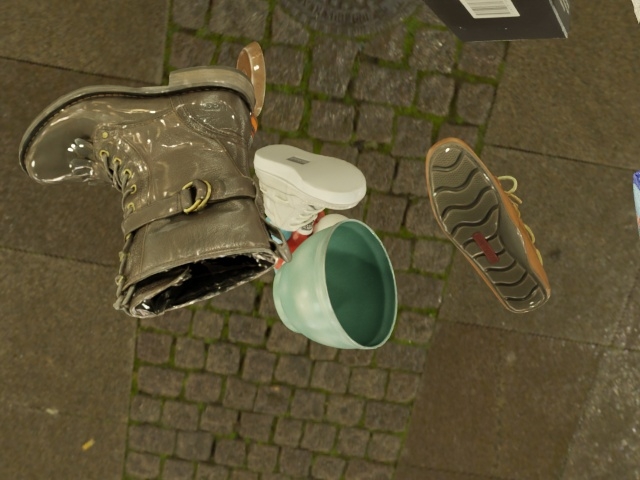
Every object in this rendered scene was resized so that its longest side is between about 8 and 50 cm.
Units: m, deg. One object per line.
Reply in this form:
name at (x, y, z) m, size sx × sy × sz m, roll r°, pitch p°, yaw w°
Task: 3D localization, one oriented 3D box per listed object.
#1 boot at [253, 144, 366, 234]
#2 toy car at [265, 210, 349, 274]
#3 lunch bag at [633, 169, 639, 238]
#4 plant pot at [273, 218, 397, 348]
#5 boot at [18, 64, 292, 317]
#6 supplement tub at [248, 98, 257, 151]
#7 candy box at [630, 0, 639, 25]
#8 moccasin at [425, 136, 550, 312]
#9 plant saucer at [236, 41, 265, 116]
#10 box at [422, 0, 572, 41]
boot at (-0.014, -0.066, 1.186) m, size 0.095 × 0.258 × 0.123 m, roll -21°, pitch 120°, yaw -27°
toy car at (0.000, 0.000, 1.895) m, size 0.238 × 0.210 × 0.219 m, roll 14°, pitch 147°, yaw 19°
lunch bag at (0.462, 0.084, 0.852) m, size 0.138 × 0.293 × 0.221 m, roll -12°, pitch 141°, yaw 22°
plant pot at (0.017, 0.114, 1.711) m, size 0.196 × 0.293 × 0.293 m, roll -14°, pitch 114°, yaw 34°
boot at (-0.158, -0.036, 0.645) m, size 0.263 × 0.229 × 0.091 m, roll -16°, pitch 143°, yaw 13°
supplement tub at (-0.173, -0.178, 1.320) m, size 0.106 × 0.198 × 0.106 m, roll 14°, pitch 155°, yaw 7°
candy box at (0.451, -0.272, 0.849) m, size 0.159 × 0.071 × 0.233 m, roll -22°, pitch 93°, yaw -7°
moccasin at (0.320, -0.039, 1.406) m, size 0.139 × 0.147 × 0.380 m, roll -32°, pitch 113°, yaw 28°
plant saucer at (-0.162, -0.364, 1.690) m, size 0.029 × 0.168 × 0.168 m, roll -5°, pitch 114°, yaw -21°
box at (0.248, -0.477, 1.040) m, size 0.179 × 0.343 × 0.313 m, roll 5°, pitch 90°, yaw 26°
